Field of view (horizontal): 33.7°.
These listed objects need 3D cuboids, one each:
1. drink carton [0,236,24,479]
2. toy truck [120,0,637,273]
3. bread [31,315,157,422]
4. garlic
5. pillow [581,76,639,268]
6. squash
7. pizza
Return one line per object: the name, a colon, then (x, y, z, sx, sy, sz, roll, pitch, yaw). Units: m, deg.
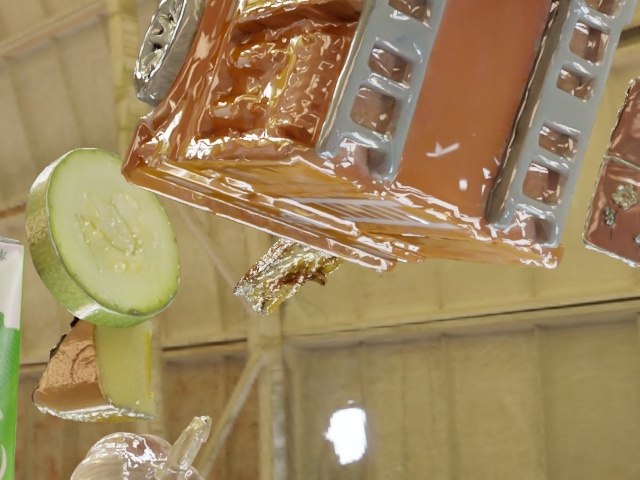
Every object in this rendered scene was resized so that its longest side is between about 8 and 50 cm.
drink carton: (-0.332, 0.123, 0.863, 0.108, 0.161, 0.271, -29, -123, 50)
toy truck: (0.063, -0.183, 0.477, 0.207, 0.173, 0.387, 8, -101, 65)
bread: (-0.312, 0.172, 1.491, 0.169, 0.140, 0.160, -10, -114, 33)
garlic: (-0.243, 0.369, 1.615, 0.253, 0.245, 0.245, -48, -121, 12)
pillow: (0.413, -0.081, 1.340, 0.043, 0.126, 0.232, 162, -52, -78)
squash: (-0.287, -0.006, 1.438, 0.049, 0.252, 0.252, -24, -107, 32)
pizza: (0.000, 0.000, 0.992, 0.062, 0.161, 0.182, 45, -97, -1)
